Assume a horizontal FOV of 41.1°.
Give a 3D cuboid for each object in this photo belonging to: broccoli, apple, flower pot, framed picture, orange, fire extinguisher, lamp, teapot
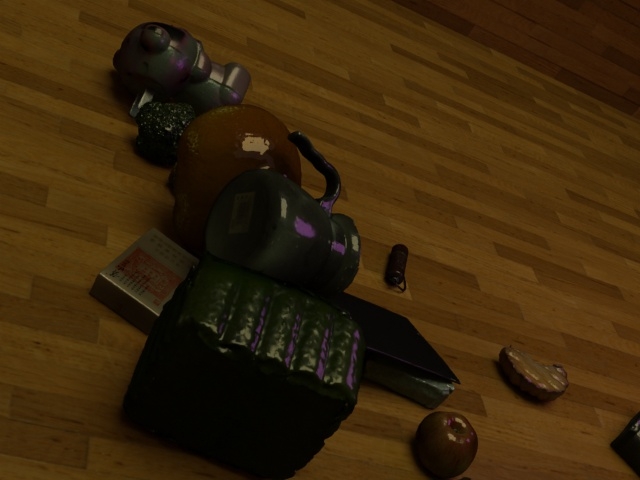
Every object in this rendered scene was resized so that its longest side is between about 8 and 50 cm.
[{"bbox_3d":[-0.339,-0.242,1.935,0.162,0.145,0.138,5,7,-12],"label":"broccoli"},{"bbox_3d":[0.249,0.396,1.664,0.126,0.102,0.126,23,36,-18],"label":"apple"},{"bbox_3d":[0.805,0.467,2.068,0.108,0.103,0.229,46,35,18],"label":"flower pot"},{"bbox_3d":[0.129,0.187,1.790,0.324,0.013,0.244,24,16,-36],"label":"framed picture"},{"bbox_3d":[-0.166,-0.102,1.733,0.263,0.334,0.196,6,17,-17],"label":"orange"},{"bbox_3d":[0.190,0.072,2.081,0.078,0.045,0.157,50,28,-19],"label":"fire extinguisher"},{"bbox_3d":[-0.350,-0.379,2.052,0.301,0.247,0.247,30,71,-28],"label":"lamp"},{"bbox_3d":[-0.058,-0.023,1.624,0.285,0.223,0.305,23,42,-41],"label":"teapot"}]

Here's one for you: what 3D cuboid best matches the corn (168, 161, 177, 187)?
[{"bbox_3d":[-0.235,-0.090,1.877,0.231,0.080,0.080,34,33,2],"label":"corn"}]

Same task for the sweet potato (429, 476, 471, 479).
[{"bbox_3d":[0.190,0.496,1.501,0.112,0.085,0.286,48,35,11],"label":"sweet potato"}]

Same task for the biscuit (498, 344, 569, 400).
[{"bbox_3d":[0.500,0.325,2.017,0.183,0.061,0.118,26,36,-9],"label":"biscuit"}]

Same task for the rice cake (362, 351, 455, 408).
[{"bbox_3d":[0.175,0.285,1.776,0.207,0.069,0.063,24,37,-12],"label":"rice cake"}]

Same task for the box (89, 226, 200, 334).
[{"bbox_3d":[-0.320,0.072,1.611,0.141,0.058,0.201,36,34,2],"label":"box"}]

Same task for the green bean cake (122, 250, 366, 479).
[{"bbox_3d":[-0.119,0.207,1.386,0.319,0.335,0.218,29,43,-14],"label":"green bean cake"}]
